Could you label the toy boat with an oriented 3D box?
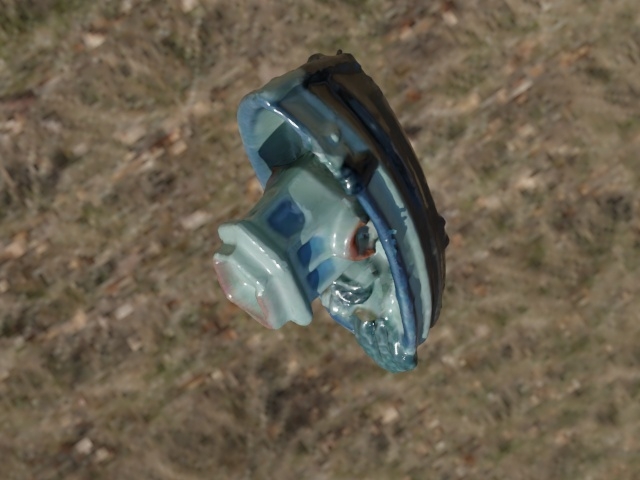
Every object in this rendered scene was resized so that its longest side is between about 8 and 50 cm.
[{"bbox_3d":[0.000,0.000,0.420,0.066,0.059,0.140,-47,147,-20],"label":"toy boat"}]
